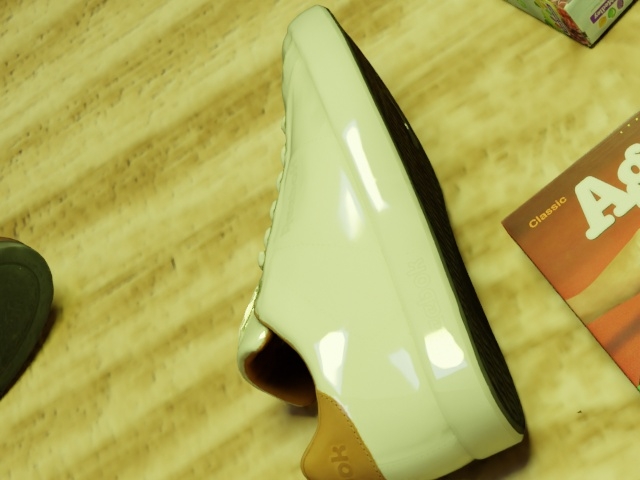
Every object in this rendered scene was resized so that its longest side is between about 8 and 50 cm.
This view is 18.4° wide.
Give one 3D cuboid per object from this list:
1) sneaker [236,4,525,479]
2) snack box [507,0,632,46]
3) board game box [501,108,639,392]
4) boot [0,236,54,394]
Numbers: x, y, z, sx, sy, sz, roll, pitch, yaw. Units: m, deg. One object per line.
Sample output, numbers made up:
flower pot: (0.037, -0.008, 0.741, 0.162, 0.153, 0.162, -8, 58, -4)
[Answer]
sneaker: (0.000, 0.000, 0.977, 0.123, 0.106, 0.290, -27, 46, 13)
snack box: (0.154, -0.181, 1.059, 0.141, 0.037, 0.100, -47, 41, -4)
board game box: (0.228, -0.052, 0.909, 0.281, 0.027, 0.145, -39, 41, 4)
boot: (-0.296, 0.040, 1.205, 0.264, 0.096, 0.280, -46, 35, 7)
